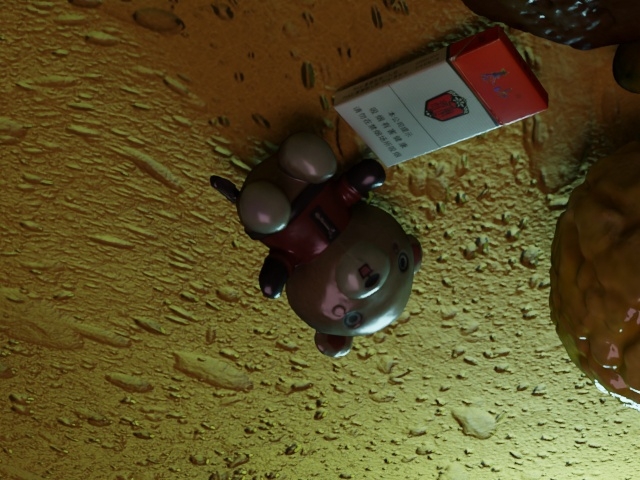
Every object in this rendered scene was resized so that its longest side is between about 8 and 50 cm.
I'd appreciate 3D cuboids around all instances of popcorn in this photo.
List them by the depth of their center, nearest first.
[{"bbox_3d":[0.459,0.067,1.477,0.390,0.344,0.354,41,141,-18],"label":"popcorn"}]

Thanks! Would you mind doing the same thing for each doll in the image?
[{"bbox_3d":[0.000,0.000,1.552,0.330,0.235,0.174,50,162,-28],"label":"doll"}]

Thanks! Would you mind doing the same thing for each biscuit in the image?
[{"bbox_3d":[0.239,-0.322,1.190,0.359,0.046,0.359,25,165,7],"label":"biscuit"}]

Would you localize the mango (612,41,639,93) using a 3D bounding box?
[{"bbox_3d":[0.446,-0.241,1.305,0.221,0.151,0.120,-23,97,57],"label":"mango"}]

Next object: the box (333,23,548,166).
[{"bbox_3d":[0.153,-0.180,1.432,0.245,0.035,0.139,-17,135,31],"label":"box"}]
